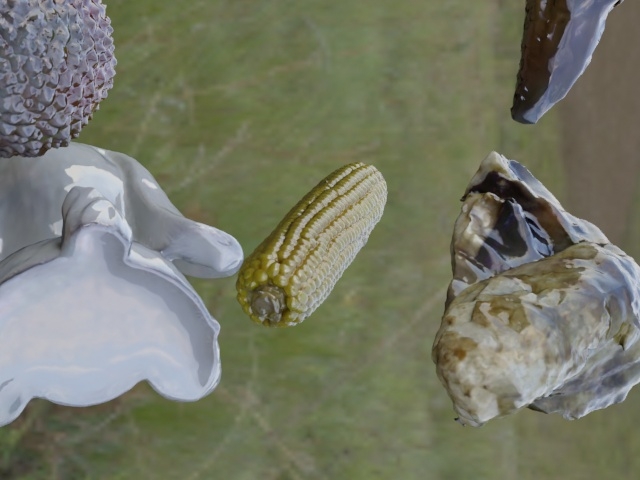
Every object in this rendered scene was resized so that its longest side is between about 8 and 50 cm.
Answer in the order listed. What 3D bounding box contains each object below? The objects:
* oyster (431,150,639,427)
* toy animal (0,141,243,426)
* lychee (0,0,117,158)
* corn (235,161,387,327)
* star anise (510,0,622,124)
[{"bbox_3d":[0.145,0.016,1.034,0.094,0.166,0.294,-58,-160,34],"label":"oyster"},{"bbox_3d":[-0.209,0.011,1.282,0.265,0.272,0.206,-115,-157,-58],"label":"toy animal"},{"bbox_3d":[-0.234,-0.141,1.159,0.197,0.165,0.165,126,-31,-78],"label":"lychee"},{"bbox_3d":[0.000,0.000,1.400,0.231,0.080,0.080,-47,135,-50],"label":"corn"},{"bbox_3d":[0.107,-0.171,0.537,0.102,0.272,0.272,11,80,-64],"label":"star anise"}]
